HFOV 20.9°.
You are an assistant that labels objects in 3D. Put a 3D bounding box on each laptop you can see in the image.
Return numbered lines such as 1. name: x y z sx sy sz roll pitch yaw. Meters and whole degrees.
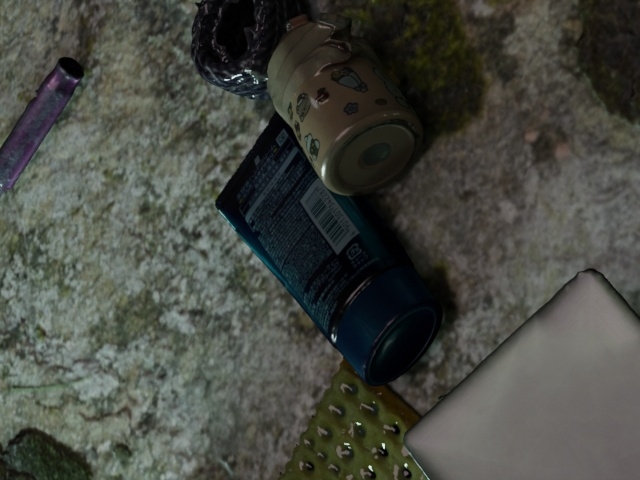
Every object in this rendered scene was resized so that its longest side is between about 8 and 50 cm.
1. laptop: 0.195 0.175 1.141 0.187 0.015 0.269 -44 68 15

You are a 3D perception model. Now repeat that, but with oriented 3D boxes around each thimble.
1. thimble: -0.060 -0.174 1.468 0.095 0.066 0.104 -19 68 38

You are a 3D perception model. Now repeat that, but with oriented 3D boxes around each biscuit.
1. biscuit: 0.009 0.220 1.375 0.139 0.016 0.231 41 111 37

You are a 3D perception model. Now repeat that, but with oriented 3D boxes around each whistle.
1. whistle: -0.283 -0.104 1.683 0.176 0.033 0.033 -52 53 22

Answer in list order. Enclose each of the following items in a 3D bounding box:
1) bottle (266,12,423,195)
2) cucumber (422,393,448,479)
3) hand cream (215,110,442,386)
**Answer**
1. bottle: 0.011 -0.118 1.376 0.099 0.099 0.152 -48 51 26
2. cucumber: 0.145 0.151 1.218 0.193 0.085 0.115 -32 64 28
3. hand cream: 0.000 0.000 1.395 0.120 0.061 0.270 -56 47 19
